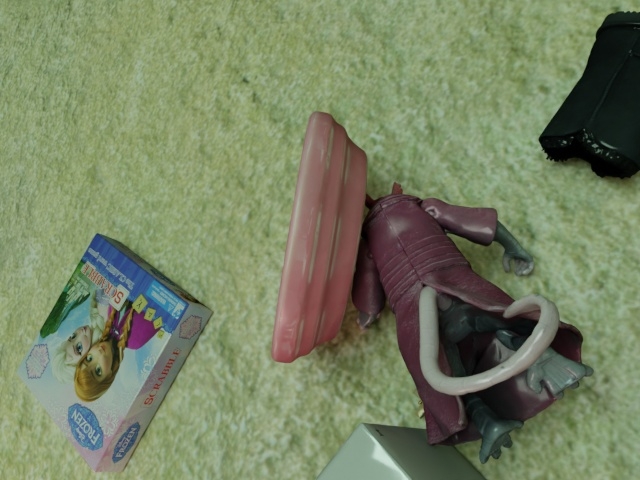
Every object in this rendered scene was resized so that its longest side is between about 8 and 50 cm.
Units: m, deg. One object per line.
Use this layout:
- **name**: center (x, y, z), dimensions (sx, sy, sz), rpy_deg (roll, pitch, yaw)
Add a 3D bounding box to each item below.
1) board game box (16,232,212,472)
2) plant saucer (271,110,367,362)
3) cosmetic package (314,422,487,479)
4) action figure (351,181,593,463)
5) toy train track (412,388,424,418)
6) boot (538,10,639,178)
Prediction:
- **board game box**: center (-0.388, 0.189, 1.062), dimensions (0.319, 0.066, 0.318), rpy_deg (28, 88, 36)
- **plant saucer**: center (0.000, 0.000, 0.776), dimensions (0.084, 0.332, 0.332), rpy_deg (10, 75, -2)
- **cosmetic package**: center (0.067, 0.330, 0.628), dimensions (0.138, 0.224, 0.224), rpy_deg (40, 96, 35)
- **action figure**: center (0.113, 0.056, 0.673), dimensions (0.248, 0.276, 0.370), rpy_deg (-38, 52, 15)
- **toy train track**: center (0.153, 0.196, 0.758), dimensions (0.083, 0.014, 0.048), rpy_deg (-53, 47, -3)
- **boot**: center (0.408, -0.164, 0.683), dimensions (0.246, 0.094, 0.207), rpy_deg (21, 80, 42)
